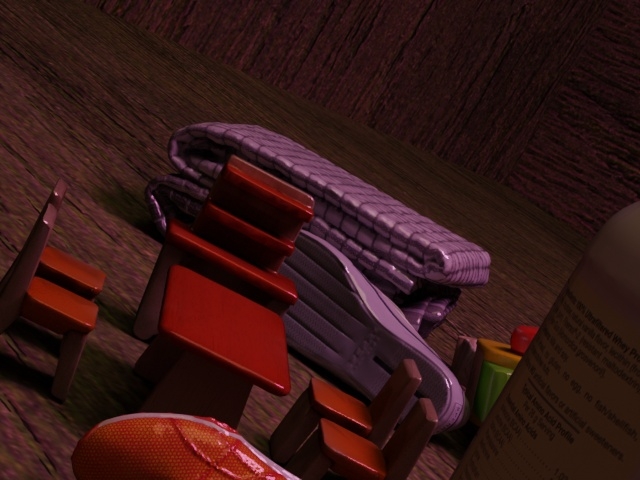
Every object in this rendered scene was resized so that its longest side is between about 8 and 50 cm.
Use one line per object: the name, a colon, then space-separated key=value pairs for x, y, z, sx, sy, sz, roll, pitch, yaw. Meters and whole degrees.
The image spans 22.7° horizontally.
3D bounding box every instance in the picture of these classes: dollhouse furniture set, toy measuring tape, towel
dollhouse furniture set: x=-0.060 y=0.040 z=1.000 sx=0.262 sy=0.135 sz=0.259 roll=28 pitch=10 yaw=-10
toy measuring tape: x=0.180 y=0.126 z=1.349 sx=0.121 sy=0.121 sz=0.330 roll=29 pitch=2 yaw=-1
towel: x=0.000 y=0.000 z=1.445 sx=0.283 sy=0.121 sz=0.235 roll=30 pitch=8 yaw=12

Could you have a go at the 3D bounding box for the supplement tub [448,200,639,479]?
supplement tub: x=0.175 y=0.127 z=0.674 sx=0.235 sy=0.325 sz=0.235 roll=29 pitch=10 yaw=-5

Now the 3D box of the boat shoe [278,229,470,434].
boat shoe: x=0.028 y=0.079 z=1.276 sx=0.226 sy=0.083 sz=0.076 roll=47 pitch=5 yaw=26

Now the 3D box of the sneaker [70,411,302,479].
sneaker: x=-0.041 y=0.137 z=0.788 sx=0.175 sy=0.064 sz=0.067 roll=25 pitch=20 yaw=-10
